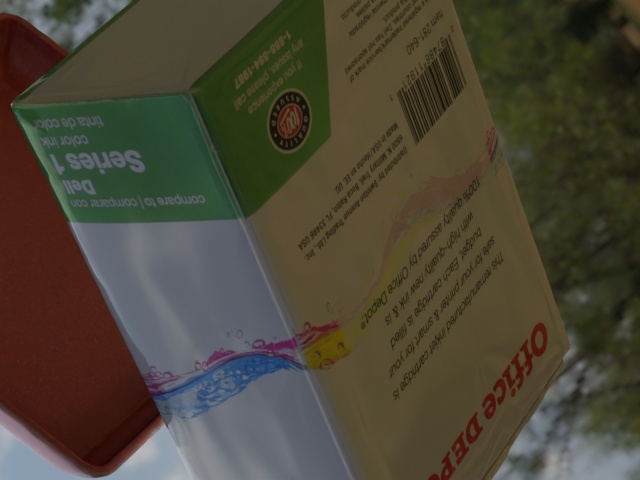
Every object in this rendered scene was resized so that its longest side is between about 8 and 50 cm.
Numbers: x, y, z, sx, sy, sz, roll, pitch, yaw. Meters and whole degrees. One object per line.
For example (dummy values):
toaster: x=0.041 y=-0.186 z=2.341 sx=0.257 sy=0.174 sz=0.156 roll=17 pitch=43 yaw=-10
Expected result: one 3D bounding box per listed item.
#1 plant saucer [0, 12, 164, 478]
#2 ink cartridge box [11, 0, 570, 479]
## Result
plant saucer: x=-0.157 y=0.002 z=1.010 sx=0.258 sy=0.048 sz=0.259 roll=37 pitch=-141 yaw=8
ink cartridge box: x=0.000 y=0.000 z=0.890 sx=0.201 sy=0.117 sz=0.278 roll=-49 pitch=-54 yaw=-42
